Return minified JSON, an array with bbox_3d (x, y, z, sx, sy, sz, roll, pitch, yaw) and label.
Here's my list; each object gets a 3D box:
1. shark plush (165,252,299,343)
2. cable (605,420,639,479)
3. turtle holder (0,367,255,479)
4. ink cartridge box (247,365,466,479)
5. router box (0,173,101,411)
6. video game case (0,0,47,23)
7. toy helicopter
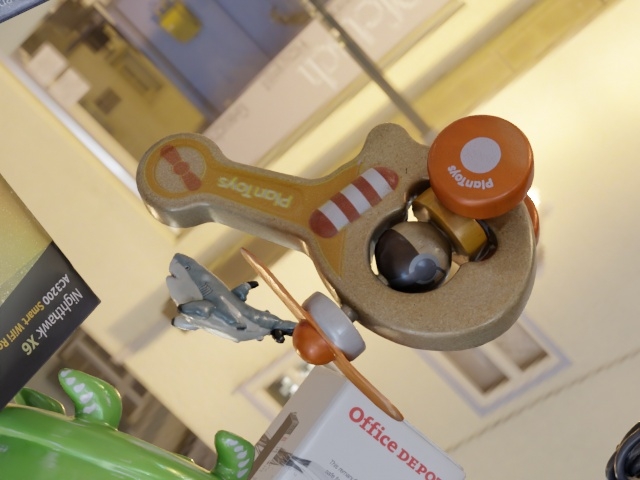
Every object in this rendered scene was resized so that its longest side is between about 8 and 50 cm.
[{"bbox_3d":[-0.083,0.066,1.252,0.073,0.161,0.067,91,15,-70],"label":"shark plush"},{"bbox_3d":[0.269,0.156,0.814,0.150,0.184,0.047,3,-115,20],"label":"cable"},{"bbox_3d":[-0.168,0.269,1.029,0.243,0.320,0.227,-4,-122,45],"label":"turtle holder"},{"bbox_3d":[0.004,0.308,1.397,0.273,0.197,0.114,-52,-159,-8],"label":"ink cartridge box"},{"bbox_3d":[-0.334,0.051,0.880,0.081,0.243,0.309,-22,-158,39],"label":"router box"},{"bbox_3d":[-0.229,-0.280,0.769,0.196,0.274,0.026,-29,-163,-12],"label":"video game case"},{"bbox_3d":[0.000,0.000,1.014,0.140,0.355,0.235,66,44,-62],"label":"toy helicopter"}]
